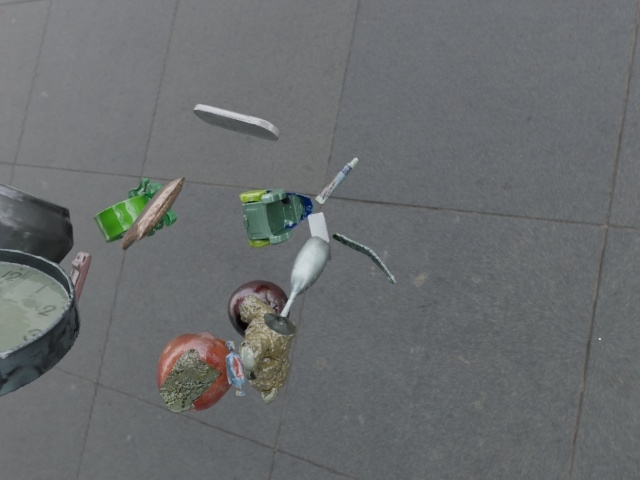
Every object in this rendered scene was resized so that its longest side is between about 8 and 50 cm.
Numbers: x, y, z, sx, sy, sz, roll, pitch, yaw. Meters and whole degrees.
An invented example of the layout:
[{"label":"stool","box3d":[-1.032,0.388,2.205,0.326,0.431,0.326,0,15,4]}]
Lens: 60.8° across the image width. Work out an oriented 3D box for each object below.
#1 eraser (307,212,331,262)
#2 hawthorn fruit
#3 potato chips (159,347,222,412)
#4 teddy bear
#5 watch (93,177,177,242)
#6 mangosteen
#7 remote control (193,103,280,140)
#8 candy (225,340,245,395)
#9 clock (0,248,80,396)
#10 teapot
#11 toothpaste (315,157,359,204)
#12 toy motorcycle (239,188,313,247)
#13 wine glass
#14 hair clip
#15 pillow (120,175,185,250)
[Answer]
[{"label":"eraser","box3d":[0.000,0.000,1.561,0.046,0.212,0.091,-12,72,-1]},{"label":"hawthorn fruit","box3d":[-0.414,0.427,1.817,0.285,0.284,0.284,-5,79,26]},{"label":"potato chips","box3d":[-0.268,0.287,1.125,0.143,0.209,0.026,-18,113,6]},{"label":"teddy bear","box3d":[-0.153,0.312,1.506,0.267,0.156,0.255,-101,17,-54]},{"label":"watch","box3d":[-0.453,-0.066,1.304,0.165,0.152,0.131,-20,95,43]},{"label":"mangosteen","box3d":[-0.246,0.266,2.048,0.261,0.236,0.235,-17,71,57]},{"label":"remote control","box3d":[-0.204,-0.285,1.314,0.245,0.077,0.022,20,79,24]},{"label":"candy","box3d":[-0.129,0.191,0.817,0.030,0.020,0.083,-12,89,50]},{"label":"clock","box3d":[-0.343,0.071,0.511,0.215,0.215,0.041,25,120,28]},{"label":"teapot","box3d":[-0.659,0.070,1.092,0.306,0.376,0.361,17,85,39]},{"label":"toothpaste","box3d":[0.065,-0.222,2.020,0.216,0.037,0.062,-47,35,1]},{"label":"toy motorcycle","box3d":[-0.143,-0.106,1.967,0.200,0.326,0.191,-4,104,21]},{"label":"wine glass","box3d":[-0.034,0.077,0.989,0.066,0.066,0.198,3,45,27]},{"label":"hair clip","box3d":[0.126,0.041,1.501,0.229,0.066,0.036,38,76,22]},{"label":"pillow","box3d":[-0.296,-0.045,0.952,0.135,0.034,0.211,-61,20,-19]}]
